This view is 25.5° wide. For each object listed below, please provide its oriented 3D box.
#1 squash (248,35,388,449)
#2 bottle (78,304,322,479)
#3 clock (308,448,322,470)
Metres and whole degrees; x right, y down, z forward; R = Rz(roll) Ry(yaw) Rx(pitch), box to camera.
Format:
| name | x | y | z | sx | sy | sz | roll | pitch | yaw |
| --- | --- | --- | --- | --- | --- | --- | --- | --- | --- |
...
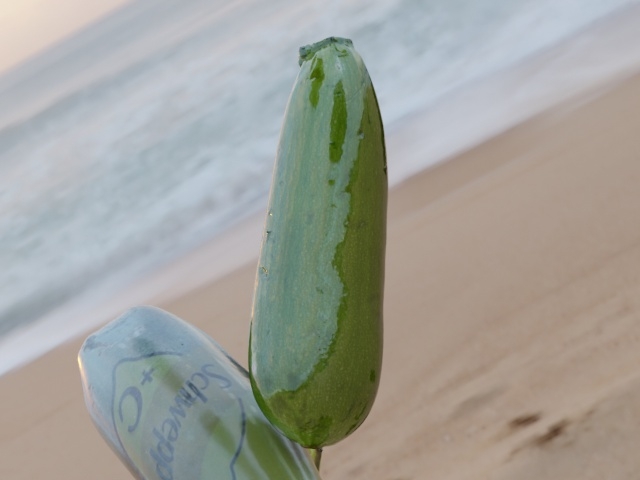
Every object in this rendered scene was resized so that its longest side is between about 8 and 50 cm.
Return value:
| name | x | y | z | sx | sy | sz | roll | pitch | yaw |
| --- | --- | --- | --- | --- | --- | --- | --- | --- | --- |
| squash | 0.000 | 0.000 | 0.688 | 0.066 | 0.201 | 0.066 | 2 | -7 | 0 |
| bottle | -0.039 | 0.119 | 0.712 | 0.083 | 0.083 | 0.269 | -33 | 38 | -18 |
| clock | -0.032 | 0.134 | 0.961 | 0.293 | 0.071 | 0.277 | 101 | 177 | -61 |
